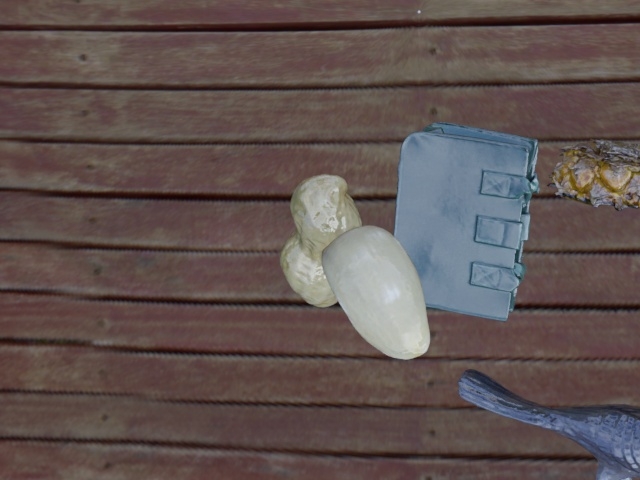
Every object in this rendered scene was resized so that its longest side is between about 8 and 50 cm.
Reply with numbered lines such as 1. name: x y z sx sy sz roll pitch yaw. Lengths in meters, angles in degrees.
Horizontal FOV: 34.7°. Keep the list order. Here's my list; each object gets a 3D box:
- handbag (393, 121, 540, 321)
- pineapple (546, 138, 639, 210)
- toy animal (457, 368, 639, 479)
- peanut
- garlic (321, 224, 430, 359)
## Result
1. handbag: 0.252 -0.034 1.805 0.238 0.089 0.326 12 109 21
2. pineapple: 0.432 -0.099 1.466 0.225 0.225 0.076 7 109 4
3. toy animal: 0.356 0.253 1.228 0.367 0.081 0.205 -1 113 32
4. peanut: 0.000 0.000 1.099 0.082 0.082 0.187 15 137 2
5. garlic: 0.026 0.020 0.508 0.041 0.083 0.053 -32 119 -2
